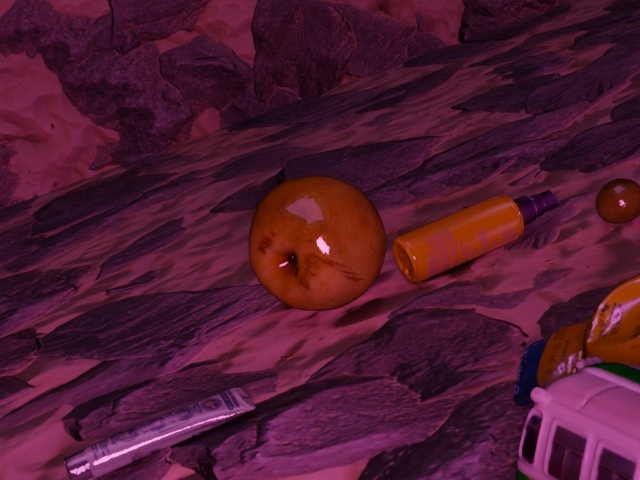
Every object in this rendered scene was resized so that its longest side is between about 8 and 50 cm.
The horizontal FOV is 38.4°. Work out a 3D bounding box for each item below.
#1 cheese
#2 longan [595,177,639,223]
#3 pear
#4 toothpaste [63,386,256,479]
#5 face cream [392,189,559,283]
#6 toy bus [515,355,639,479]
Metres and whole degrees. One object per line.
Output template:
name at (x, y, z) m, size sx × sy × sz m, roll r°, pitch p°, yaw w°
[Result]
cheese at (0.306, 0.103, 0.946) m, size 0.270 × 0.069 × 0.177 m, roll -29°, pitch 27°, yaw 45°
longan at (0.451, -0.056, 1.386) m, size 0.075 × 0.075 × 0.083 m, roll -20°, pitch -22°, yaw -10°
pear at (0.000, 0.000, 1.377) m, size 0.209 × 0.208 × 0.209 m, roll -15°, pitch 20°, yaw 5°
toothpaste at (-0.197, 0.239, 1.138) m, size 0.239 × 0.039 × 0.062 m, roll -21°, pitch 24°, yaw -17°
face cream at (0.247, -0.018, 1.413) m, size 0.273 × 0.078 × 0.078 m, roll -22°, pitch 20°, yaw -15°
toy bus at (0.271, 0.199, 0.607) m, size 0.143 × 0.178 × 0.305 m, roll -4°, pitch 12°, yaw -28°
